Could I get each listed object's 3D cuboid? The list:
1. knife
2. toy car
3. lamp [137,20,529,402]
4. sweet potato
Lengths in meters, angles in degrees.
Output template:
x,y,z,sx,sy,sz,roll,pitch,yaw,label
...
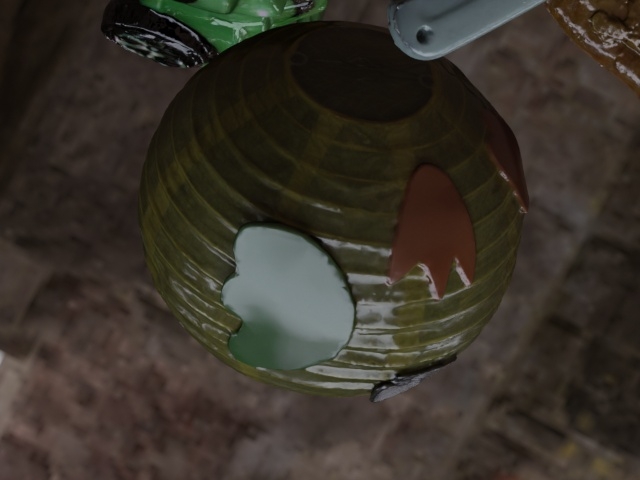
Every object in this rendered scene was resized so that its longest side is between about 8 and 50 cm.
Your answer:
x,y,z,sx,sy,sz,roll,pitch,yaw,label
0.104,-0.137,0.917,0.044,0.162,0.023,61,-178,-9,knife
-0.057,-0.244,1.485,0.176,0.213,0.358,18,169,-1,toy car
0.000,0.000,1.234,0.250,0.284,0.250,9,-139,-8,lamp
0.254,-0.166,1.510,0.354,0.095,0.106,52,142,0,sweet potato
